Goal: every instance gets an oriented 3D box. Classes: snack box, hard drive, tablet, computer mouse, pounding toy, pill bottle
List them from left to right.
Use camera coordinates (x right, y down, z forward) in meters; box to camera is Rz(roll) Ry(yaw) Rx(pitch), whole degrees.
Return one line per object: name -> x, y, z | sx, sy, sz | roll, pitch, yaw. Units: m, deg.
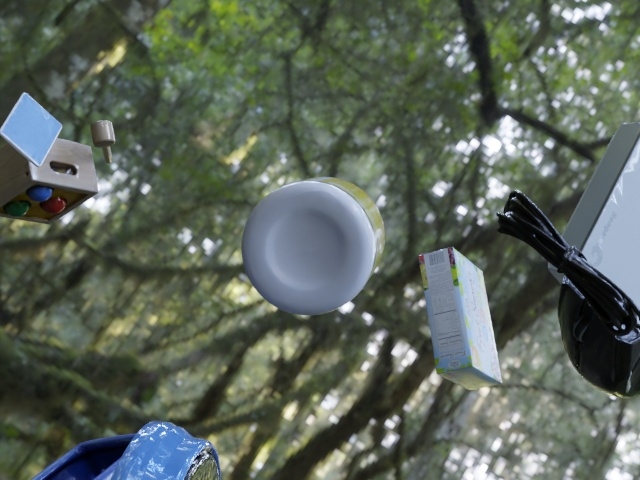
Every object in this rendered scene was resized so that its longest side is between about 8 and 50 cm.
tablet -> -0.295, -0.113, 1.226 | 0.006, 0.083, 0.054 | -34, -65, 28
pounding toy -> -0.384, -0.100, 1.828 | 0.206, 0.094, 0.181 | -28, -24, 34
pill bottle -> 0.000, 0.000, 1.798 | 0.188, 0.188, 0.334 | 33, 8, 4
snack box -> 0.236, 0.134, 2.019 | 0.070, 0.207, 0.174 | -16, -22, 20
computer mouse -> 0.224, 0.059, 1.091 | 0.184, 0.060, 0.262 | 50, 1, 28
hard drive -> 0.392, 0.040, 1.380 | 0.040, 0.203, 0.307 | 5, -32, 51

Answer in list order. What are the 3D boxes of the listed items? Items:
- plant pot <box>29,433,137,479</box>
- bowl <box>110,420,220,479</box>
plant pot -> -0.349, 0.456, 1.890 | 0.236, 0.236, 0.212 | -15, -74, 45
bowl -> -0.198, 0.412, 1.407 | 0.077, 0.391, 0.391 | 10, -29, 8
